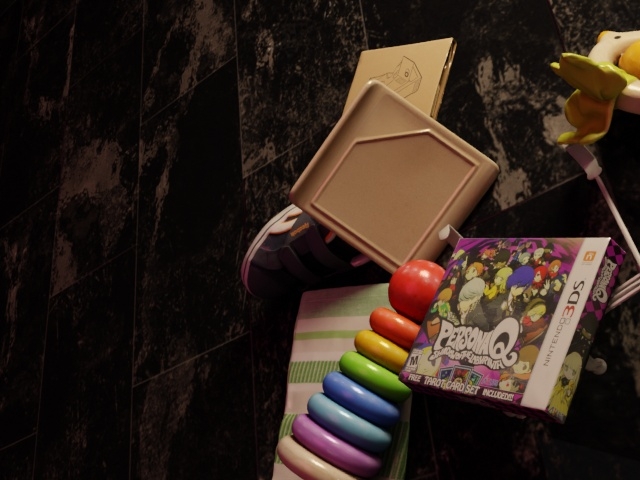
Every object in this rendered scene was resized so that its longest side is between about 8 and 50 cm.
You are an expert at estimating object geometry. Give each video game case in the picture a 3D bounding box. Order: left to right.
[{"bbox_3d":[0.216,0.093,0.948,0.232,0.042,0.210,1,59,55],"label":"video game case"}]

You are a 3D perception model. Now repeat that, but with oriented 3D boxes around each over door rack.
[{"bbox_3d":[0.300,0.045,1.029,0.239,0.108,0.324,-39,34,23],"label":"over door rack"}]

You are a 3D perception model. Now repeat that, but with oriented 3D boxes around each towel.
[{"bbox_3d":[0.040,0.227,1.214,0.248,0.038,0.324,-7,67,41],"label":"towel"}]

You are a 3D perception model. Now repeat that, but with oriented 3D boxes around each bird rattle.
[{"bbox_3d":[0.416,-0.201,0.994,0.254,0.143,0.207,3,45,23],"label":"bird rattle"}]

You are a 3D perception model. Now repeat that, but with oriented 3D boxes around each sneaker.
[{"bbox_3d":[0.000,0.000,1.310,0.321,0.126,0.127,-45,40,16],"label":"sneaker"}]

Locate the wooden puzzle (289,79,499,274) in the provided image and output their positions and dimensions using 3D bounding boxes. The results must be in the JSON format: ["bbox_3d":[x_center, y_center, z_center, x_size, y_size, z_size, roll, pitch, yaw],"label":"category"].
[{"bbox_3d":[0.108,-0.084,1.201,0.221,0.239,0.044,-55,4,9],"label":"wooden puzzle"}]

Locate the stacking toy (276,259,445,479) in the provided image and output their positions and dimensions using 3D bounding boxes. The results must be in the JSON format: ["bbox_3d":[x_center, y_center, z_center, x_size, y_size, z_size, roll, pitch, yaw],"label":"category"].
[{"bbox_3d":[0.073,0.174,1.097,0.141,0.141,0.330,23,83,47],"label":"stacking toy"}]

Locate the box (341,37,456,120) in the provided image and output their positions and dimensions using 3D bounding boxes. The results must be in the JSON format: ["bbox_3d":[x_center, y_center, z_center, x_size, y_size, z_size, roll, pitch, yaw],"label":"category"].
[{"bbox_3d":[0.129,-0.261,1.394,0.201,0.021,0.164,4,73,46],"label":"box"}]
